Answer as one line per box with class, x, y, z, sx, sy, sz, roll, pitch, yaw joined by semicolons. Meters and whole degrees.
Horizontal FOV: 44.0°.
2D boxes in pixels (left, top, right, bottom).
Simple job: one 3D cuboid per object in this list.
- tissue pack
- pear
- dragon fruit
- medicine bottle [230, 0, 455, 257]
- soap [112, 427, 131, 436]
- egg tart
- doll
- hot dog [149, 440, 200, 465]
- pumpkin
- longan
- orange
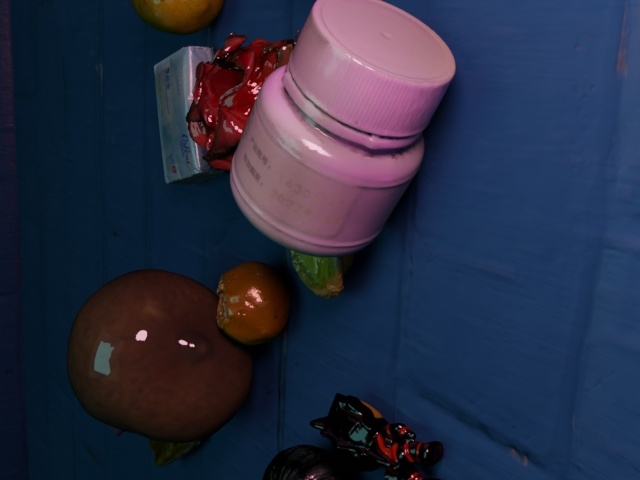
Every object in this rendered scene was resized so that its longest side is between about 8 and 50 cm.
tissue pack;-0.276;-0.255;1.654;0.177;0.089;0.263;-8;88;54
pear;-0.278;-0.494;1.543;0.200;0.200;0.200;12;105;55
dragon fruit;-0.096;-0.222;1.271;0.293;0.233;0.234;-30;70;60
medicine bottle;0.027;-0.153;1.076;0.241;0.241;0.302;60;139;32
soap;-0.514;0.438;2.136;0.203;0.065;0.122;-49;55;48
egg tart;0.000;0.000;1.271;0.191;0.074;0.191;44;143;45
doll;0.083;0.314;1.215;0.248;0.088;0.127;7;80;46
hot dog;-0.337;0.457;1.869;0.269;0.072;0.109;-48;54;46
pumpkin;-0.023;0.444;1.335;0.202;0.140;0.202;11;103;52
longan;-0.306;0.226;1.538;0.361;0.361;0.361;12;105;55
orange;-0.128;0.115;1.450;0.154;0.134;0.155;6;98;48
